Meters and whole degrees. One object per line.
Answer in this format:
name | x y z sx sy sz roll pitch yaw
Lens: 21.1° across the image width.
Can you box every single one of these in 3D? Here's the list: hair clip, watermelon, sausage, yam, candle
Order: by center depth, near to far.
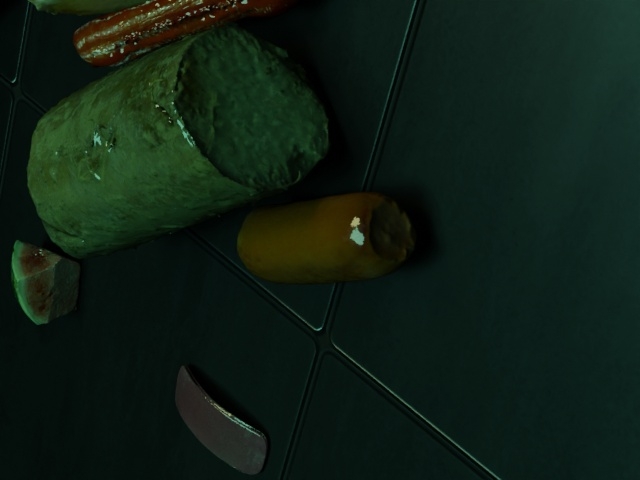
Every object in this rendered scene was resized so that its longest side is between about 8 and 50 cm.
sausage | 0.000 0.000 1.471 0.197 0.076 0.076 -6 96 49
candle | -0.091 -0.204 1.488 0.329 0.048 0.051 -14 81 35
yam | -0.142 -0.082 1.530 0.304 0.168 0.168 -16 89 47
hair clip | -0.103 0.174 1.665 0.137 0.022 0.054 39 129 34
watermelon | -0.290 0.039 1.815 0.092 0.072 0.084 -94 8 -53

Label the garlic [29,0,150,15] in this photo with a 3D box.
garlic | -0.159 -0.271 1.496 0.245 0.164 0.145 -15 112 49
